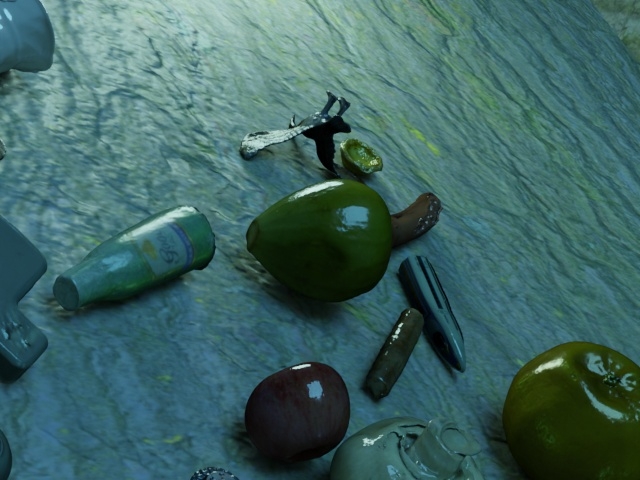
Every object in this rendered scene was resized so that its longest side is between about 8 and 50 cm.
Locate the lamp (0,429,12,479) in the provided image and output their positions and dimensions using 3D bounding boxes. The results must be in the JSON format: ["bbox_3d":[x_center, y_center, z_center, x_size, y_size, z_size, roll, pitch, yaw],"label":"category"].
[{"bbox_3d":[-0.400,0.246,1.418,0.105,0.105,0.105,26,33,-18],"label":"lamp"}]

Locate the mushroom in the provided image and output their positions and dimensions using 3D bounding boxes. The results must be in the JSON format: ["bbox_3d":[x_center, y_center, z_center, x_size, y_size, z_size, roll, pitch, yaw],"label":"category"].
[{"bbox_3d":[0.137,0.337,1.749,0.246,0.202,0.246,25,23,-11],"label":"mushroom"}]

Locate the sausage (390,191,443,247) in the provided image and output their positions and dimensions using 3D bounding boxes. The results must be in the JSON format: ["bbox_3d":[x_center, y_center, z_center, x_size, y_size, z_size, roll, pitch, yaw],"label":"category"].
[{"bbox_3d":[0.160,-0.033,2.379,0.078,0.078,0.304,45,30,12],"label":"sausage"}]

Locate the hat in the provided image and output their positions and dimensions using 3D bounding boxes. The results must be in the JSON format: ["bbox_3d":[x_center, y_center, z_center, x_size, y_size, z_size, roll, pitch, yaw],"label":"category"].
[{"bbox_3d":[-0.532,-0.326,2.004,0.203,0.203,0.126,43,54,10],"label":"hat"}]

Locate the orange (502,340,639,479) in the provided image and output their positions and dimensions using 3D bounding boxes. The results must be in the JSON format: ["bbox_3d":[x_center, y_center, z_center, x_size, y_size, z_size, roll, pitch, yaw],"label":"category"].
[{"bbox_3d":[0.436,0.297,2.066,0.279,0.235,0.279,21,31,-13],"label":"orange"}]

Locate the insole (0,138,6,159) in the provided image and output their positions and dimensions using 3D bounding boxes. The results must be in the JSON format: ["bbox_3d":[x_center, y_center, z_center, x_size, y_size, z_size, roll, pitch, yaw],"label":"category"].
[{"bbox_3d":[-0.623,-0.170,1.837,0.348,0.009,0.119,9,40,-39],"label":"insole"}]

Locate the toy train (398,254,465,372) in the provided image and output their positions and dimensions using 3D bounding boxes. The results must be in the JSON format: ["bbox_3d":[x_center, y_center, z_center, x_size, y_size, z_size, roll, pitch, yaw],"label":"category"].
[{"bbox_3d":[0.199,0.131,2.217,0.048,0.055,0.251,15,37,-33],"label":"toy train"}]

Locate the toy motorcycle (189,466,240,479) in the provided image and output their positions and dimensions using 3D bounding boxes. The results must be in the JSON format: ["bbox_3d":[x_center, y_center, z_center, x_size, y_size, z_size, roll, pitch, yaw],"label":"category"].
[{"bbox_3d":[-0.079,0.403,1.546,0.171,0.089,0.298,20,36,-28],"label":"toy motorcycle"}]

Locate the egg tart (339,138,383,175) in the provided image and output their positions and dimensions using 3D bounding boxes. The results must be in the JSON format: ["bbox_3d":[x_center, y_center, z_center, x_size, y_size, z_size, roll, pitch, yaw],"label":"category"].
[{"bbox_3d":[0.076,-0.160,2.493,0.105,0.039,0.105,26,33,-18],"label":"egg tart"}]

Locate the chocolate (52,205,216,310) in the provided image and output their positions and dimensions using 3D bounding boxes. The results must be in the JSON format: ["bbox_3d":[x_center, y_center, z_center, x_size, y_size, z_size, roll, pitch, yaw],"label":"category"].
[{"bbox_3d":[-0.275,0.032,1.838,0.110,0.110,0.291,44,34,12],"label":"chocolate"}]

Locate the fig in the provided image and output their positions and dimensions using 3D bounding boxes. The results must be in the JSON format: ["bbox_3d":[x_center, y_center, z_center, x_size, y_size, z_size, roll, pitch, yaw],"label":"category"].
[{"bbox_3d":[0.006,0.008,2.060,0.230,0.207,0.207,-26,64,-24],"label":"fig"}]

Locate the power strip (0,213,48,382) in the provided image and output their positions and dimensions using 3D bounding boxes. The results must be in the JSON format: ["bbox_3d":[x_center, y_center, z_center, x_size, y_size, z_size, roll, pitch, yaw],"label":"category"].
[{"bbox_3d":[-0.437,0.093,1.598,0.193,0.059,0.265,45,39,-9],"label":"power strip"}]

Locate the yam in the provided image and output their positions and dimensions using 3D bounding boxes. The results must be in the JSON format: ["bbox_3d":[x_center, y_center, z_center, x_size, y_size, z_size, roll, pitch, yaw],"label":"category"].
[{"bbox_3d":[0.122,0.183,2.076,0.057,0.056,0.241,36,32,-1],"label":"yam"}]

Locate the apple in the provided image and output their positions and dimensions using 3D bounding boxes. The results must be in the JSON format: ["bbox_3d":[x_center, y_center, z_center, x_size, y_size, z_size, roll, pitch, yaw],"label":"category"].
[{"bbox_3d":[-0.030,0.243,1.753,0.153,0.153,0.120,0,60,-45],"label":"apple"}]

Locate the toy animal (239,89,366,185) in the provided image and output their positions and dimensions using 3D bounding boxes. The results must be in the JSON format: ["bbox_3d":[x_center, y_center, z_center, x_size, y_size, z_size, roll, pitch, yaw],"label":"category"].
[{"bbox_3d":[-0.004,-0.209,2.397,0.273,0.160,0.197,28,30,-28],"label":"toy animal"}]
